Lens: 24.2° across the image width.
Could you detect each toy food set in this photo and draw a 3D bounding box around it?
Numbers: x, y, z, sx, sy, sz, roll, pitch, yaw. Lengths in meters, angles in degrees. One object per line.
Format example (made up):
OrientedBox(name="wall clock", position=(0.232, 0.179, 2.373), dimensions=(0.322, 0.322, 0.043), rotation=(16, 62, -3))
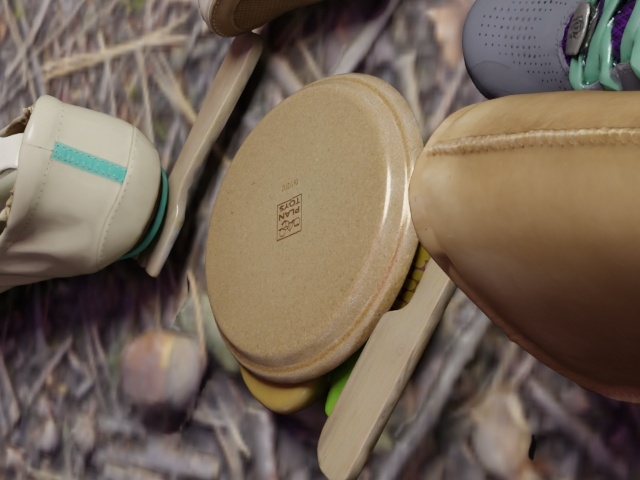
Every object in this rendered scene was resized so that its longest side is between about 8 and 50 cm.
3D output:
OrientedBox(name="toy food set", position=(0.000, 0.000, 0.578), dimensions=(0.192, 0.038, 0.132), rotation=(42, 108, 50))

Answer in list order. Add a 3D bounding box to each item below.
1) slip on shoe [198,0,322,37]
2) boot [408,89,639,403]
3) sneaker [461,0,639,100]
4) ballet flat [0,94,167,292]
OrientedBox(name="slip on shoe", position=(0.008, -0.111, 0.574), dimensions=(0.135, 0.051, 0.041), rotation=(-32, 74, 27))
OrientedBox(name="boot", position=(0.177, 0.030, 0.349), dimensions=(0.089, 0.236, 0.269), rotation=(-54, 19, -18))
OrientedBox(name="sneaker", position=(0.116, -0.067, 0.429), dimensions=(0.223, 0.098, 0.083), rotation=(8, 90, 43))
OrientedBox(name="ballet flat", position=(-0.169, -0.011, 0.689), dimensions=(0.248, 0.086, 0.086), rotation=(-19, 71, 45))
